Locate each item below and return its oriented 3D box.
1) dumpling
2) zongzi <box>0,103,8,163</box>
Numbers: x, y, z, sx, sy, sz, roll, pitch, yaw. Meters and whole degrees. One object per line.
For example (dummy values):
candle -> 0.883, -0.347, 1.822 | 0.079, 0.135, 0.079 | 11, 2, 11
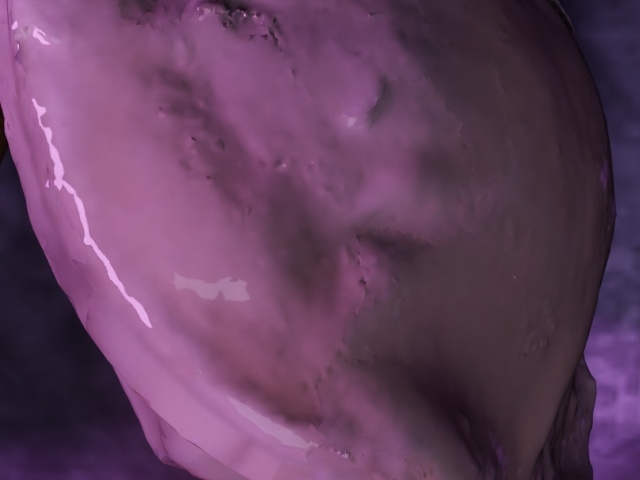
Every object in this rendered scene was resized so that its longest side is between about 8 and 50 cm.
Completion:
dumpling -> 0.000, 0.000, 0.403 | 0.118, 0.136, 0.199 | -30, 110, 35
zongzi -> -0.187, -0.015, 0.438 | 0.204, 0.094, 0.205 | 25, 128, -8
